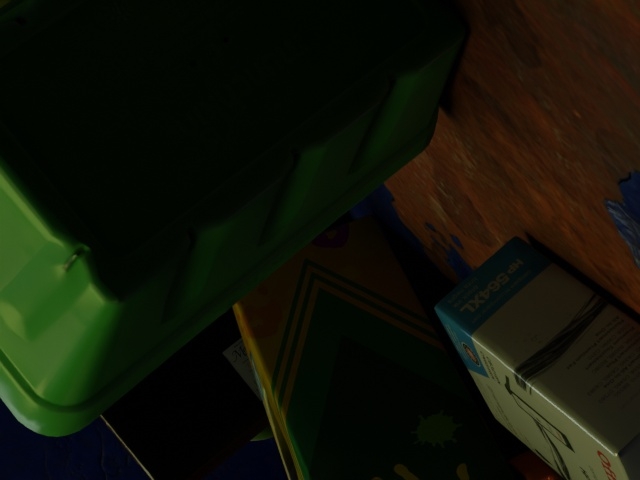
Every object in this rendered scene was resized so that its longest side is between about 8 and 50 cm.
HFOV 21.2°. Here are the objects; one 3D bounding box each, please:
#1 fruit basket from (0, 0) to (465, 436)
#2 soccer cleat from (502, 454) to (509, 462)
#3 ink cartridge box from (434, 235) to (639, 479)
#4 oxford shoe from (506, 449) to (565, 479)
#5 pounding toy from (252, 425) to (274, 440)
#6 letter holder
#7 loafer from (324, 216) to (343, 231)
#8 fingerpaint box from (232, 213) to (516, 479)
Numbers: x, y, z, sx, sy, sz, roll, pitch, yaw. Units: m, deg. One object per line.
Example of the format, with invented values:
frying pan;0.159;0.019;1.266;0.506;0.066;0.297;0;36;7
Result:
fruit basket;-0.131;-0.078;1.128;0.283;0.392;0.392;51;170;-1
soccer cleat;0.204;0.280;1.781;0.196;0.068;0.076;34;165;52
ink cartridge box;0.188;0.110;1.181;0.203;0.086;0.148;41;166;48
oxford shoe;0.234;0.203;1.280;0.097;0.098;0.271;66;169;-22
pounding toy;-0.081;0.158;2.337;0.183;0.237;0.110;42;133;15
letter holder;-0.117;0.182;2.169;0.152;0.302;0.214;49;170;11
loafer;0.000;0.000;1.693;0.078;0.080;0.220;36;170;24
fingerpaint box;0.075;0.266;1.586;0.371;0.163;0.444;-116;7;-46
